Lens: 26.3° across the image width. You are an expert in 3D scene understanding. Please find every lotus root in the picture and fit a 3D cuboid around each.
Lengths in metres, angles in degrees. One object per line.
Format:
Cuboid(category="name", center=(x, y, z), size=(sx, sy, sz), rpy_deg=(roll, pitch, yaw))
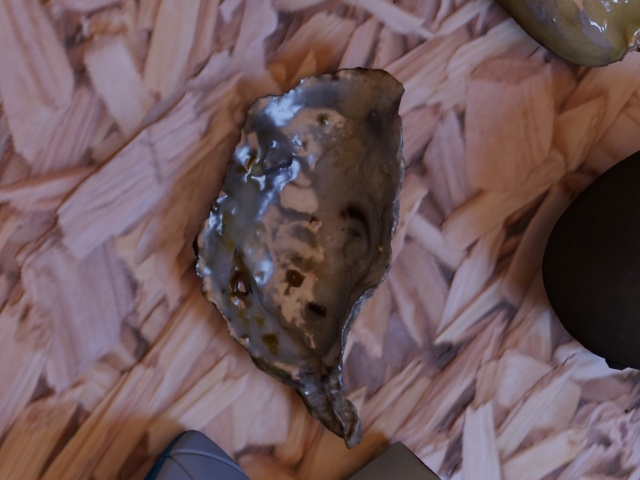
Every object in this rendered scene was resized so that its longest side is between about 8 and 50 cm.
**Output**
Cuboid(category="lotus root", center=(0.229, -0.333, 1.440), size=(0.169, 0.151, 0.343), rpy_deg=(-42, 101, 3))

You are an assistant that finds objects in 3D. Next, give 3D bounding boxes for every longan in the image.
Cuboid(category="longan", center=(0.382, 0.029, 1.457), size=(0.300, 0.243, 0.300), rpy_deg=(-5, 130, -6))

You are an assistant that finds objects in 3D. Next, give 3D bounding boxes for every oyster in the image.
Cuboid(category="oyster", center=(-0.027, 0.009, 1.422), size=(0.204, 0.111, 0.396), rpy_deg=(9, 91, 2))

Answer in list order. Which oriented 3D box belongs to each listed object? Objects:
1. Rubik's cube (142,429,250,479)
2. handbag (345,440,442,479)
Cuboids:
Cuboid(category="Rubik's cube", center=(-0.145, 0.317, 1.379), size=(0.254, 0.254, 0.255), rpy_deg=(-1, 93, -15))
Cuboid(category="handbag", center=(0.114, 0.382, 1.449), size=(0.171, 0.151, 0.298), rpy_deg=(-36, 108, -7))
